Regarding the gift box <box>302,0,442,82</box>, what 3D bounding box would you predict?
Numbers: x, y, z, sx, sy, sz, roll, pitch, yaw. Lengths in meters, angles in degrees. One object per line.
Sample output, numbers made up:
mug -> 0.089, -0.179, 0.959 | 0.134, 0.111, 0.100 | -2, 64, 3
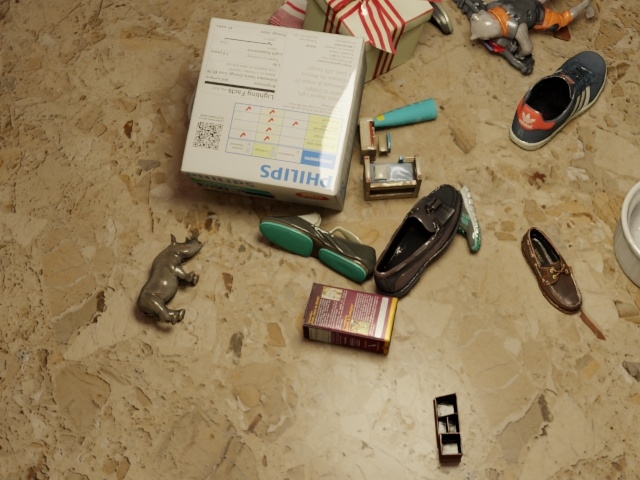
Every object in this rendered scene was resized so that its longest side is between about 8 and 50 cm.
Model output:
gift box -> 0.131, -0.550, 2.010 | 0.255, 0.258, 0.276 | -36, 77, -18

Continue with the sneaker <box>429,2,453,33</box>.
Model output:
sneaker -> 0.254, -0.614, 2.177 | 0.118, 0.083, 0.222 | -40, 72, 2

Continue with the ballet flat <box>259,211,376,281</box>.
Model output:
ballet flat -> 0.000, 0.000, 1.828 | 0.281, 0.095, 0.096 | 27, 55, 5

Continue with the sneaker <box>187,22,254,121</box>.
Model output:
sneaker -> -0.248, -0.424, 2.075 | 0.105, 0.147, 0.295 | 31, 93, -20

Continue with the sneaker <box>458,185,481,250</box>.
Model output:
sneaker -> 0.325, -0.045, 1.861 | 0.076, 0.065, 0.166 | -16, 57, 12

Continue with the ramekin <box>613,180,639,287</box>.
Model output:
ramekin -> 0.785, -0.004, 1.769 | 0.277, 0.135, 0.277 | -1, 60, 1

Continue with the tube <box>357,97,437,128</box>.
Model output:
tube -> 0.186, -0.305, 2.003 | 0.207, 0.080, 0.052 | -15, 88, -9

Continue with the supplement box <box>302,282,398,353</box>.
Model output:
supplement box -> 0.064, 0.167, 1.729 | 0.188, 0.080, 0.104 | 10, 62, 7

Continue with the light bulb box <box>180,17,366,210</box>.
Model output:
light bulb box -> -0.095, -0.281, 1.846 | 0.358, 0.225, 0.360 | 10, 83, 7

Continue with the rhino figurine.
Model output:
rhino figurine -> -0.330, 0.074, 1.802 | 0.106, 0.073, 0.243 | 14, 61, 7

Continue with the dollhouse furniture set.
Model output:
dollhouse furniture set -> 0.161, -0.204, 1.887 | 0.129, 0.129, 0.183 | -4, 73, 0

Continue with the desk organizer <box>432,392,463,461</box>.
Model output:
desk organizer -> 0.257, 0.375, 1.622 | 0.047, 0.050, 0.130 | -2, 60, 1

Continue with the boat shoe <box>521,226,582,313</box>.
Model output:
boat shoe -> 0.509, 0.064, 1.777 | 0.073, 0.073, 0.207 | -24, 64, -12

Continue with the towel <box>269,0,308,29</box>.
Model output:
towel -> 0.036, -0.664, 2.226 | 0.237, 0.037, 0.329 | 25, 64, 14

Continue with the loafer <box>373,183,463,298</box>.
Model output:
loafer -> 0.219, -0.011, 1.789 | 0.109, 0.095, 0.302 | 25, 72, 34

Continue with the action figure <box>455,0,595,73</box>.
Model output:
action figure -> 0.501, -0.619, 2.109 | 0.330, 0.178, 0.341 | -31, 66, -25

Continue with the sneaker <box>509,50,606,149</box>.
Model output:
sneaker -> 0.602, -0.374, 1.976 | 0.131, 0.148, 0.350 | 35, 67, 19
